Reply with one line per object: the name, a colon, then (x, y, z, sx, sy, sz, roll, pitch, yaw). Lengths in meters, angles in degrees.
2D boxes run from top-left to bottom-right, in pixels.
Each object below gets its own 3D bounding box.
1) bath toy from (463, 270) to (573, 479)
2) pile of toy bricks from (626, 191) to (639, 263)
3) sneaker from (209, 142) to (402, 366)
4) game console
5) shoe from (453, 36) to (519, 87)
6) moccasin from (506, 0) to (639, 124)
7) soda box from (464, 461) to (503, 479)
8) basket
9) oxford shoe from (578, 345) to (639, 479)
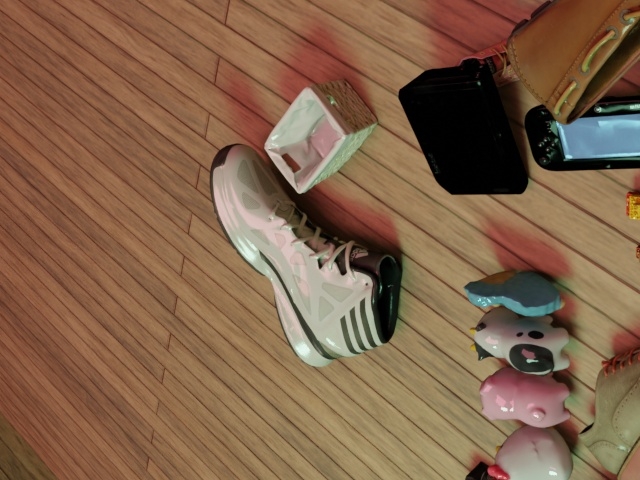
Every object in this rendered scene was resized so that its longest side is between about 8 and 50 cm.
bath toy: (0.301, 0.226, 1.222, 0.151, 0.129, 0.348, -137, 36, -70)
pile of toy bricks: (0.468, 0.001, 0.969, 0.212, 0.105, 0.118, 9, 115, 41)
sneaker: (0.001, 0.000, 1.404, 0.257, 0.169, 0.448, -21, 102, 38)
game console: (0.293, -0.147, 1.054, 0.361, 0.044, 0.213, 1, 139, 34)
shoe: (0.254, -0.243, 1.075, 0.178, 0.081, 0.063, -22, 93, 47)
moccasin: (0.319, -0.225, 0.715, 0.147, 0.139, 0.380, 62, 144, 8)
soda box: (0.326, 0.456, 1.357, 0.169, 0.053, 0.060, 28, 126, 31)
basket: (0.002, -0.177, 1.330, 0.113, 0.103, 0.167, 53, 137, 10)
oxford shoe: (0.439, 0.191, 1.079, 0.130, 0.123, 0.348, 35, 129, 34)
